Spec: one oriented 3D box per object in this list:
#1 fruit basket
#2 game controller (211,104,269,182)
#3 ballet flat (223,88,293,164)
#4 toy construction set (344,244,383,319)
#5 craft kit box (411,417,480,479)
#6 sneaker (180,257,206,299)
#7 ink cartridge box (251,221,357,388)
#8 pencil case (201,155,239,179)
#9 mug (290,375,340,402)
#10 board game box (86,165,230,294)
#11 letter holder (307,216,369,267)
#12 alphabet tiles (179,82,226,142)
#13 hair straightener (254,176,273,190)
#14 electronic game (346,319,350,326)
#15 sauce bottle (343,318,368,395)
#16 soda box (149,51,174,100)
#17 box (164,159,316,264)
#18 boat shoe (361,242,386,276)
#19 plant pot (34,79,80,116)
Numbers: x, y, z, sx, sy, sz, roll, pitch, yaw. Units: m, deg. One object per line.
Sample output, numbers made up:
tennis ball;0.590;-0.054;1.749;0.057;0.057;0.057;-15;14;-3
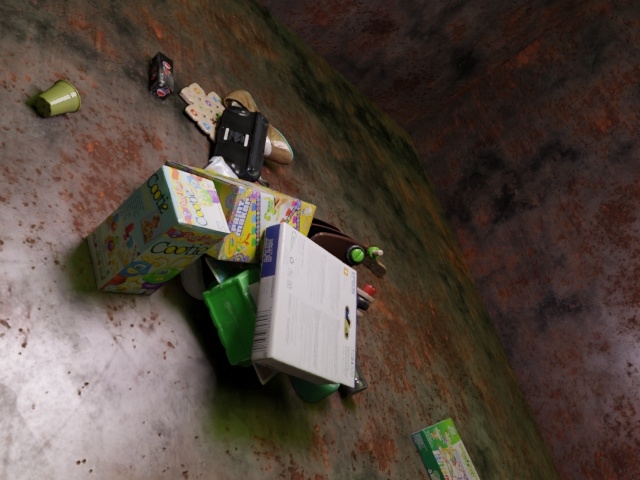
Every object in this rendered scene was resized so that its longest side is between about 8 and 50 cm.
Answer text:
fruit basket;-0.146;0.176;1.445;0.327;0.165;0.353;66;19;6
game controller;-0.265;-0.328;1.866;0.167;0.067;0.319;11;51;-9
ballet flat;-0.239;-0.401;2.019;0.124;0.116;0.342;-28;82;-46
toy construction set;0.003;0.153;1.616;0.258;0.237;0.308;9;88;-20
craft kit box;0.429;0.743;1.879;0.247;0.061;0.249;13;48;-58
sneaker;-0.320;0.078;1.395;0.152;0.061;0.054;59;24;6
ink cartridge box;-0.025;0.168;1.346;0.330;0.071;0.324;36;48;-47
pencil case;-0.254;-0.120;1.668;0.273;0.124;0.113;48;54;-11
mug;-0.005;0.359;1.549;0.129;0.097;0.157;40;30;-28
board game box;-0.352;-0.012;1.201;0.142;0.275;0.144;14;47;-53
letter holder;0.000;0.000;1.849;0.302;0.214;0.152;18;44;-50
alphabet tiles;-0.367;-0.425;1.955;0.284;0.021;0.278;48;24;-15
hair straightener;-0.221;-0.220;1.923;0.230;0.047;0.089;35;31;-25
electronic game;0.063;0.184;1.808;0.229;0.048;0.229;161;-90;-80
sauce bottle;0.047;0.296;1.696;0.111;0.111;0.344;11;49;-55
soda box;-0.512;-0.531;1.800;0.060;0.053;0.169;30;36;-42
box;-0.224;-0.066;1.421;0.290;0.177;0.279;22;7;38
boat shoe;0.207;0.074;2.290;0.178;0.064;0.060;48;21;-28
plant pot;-0.637;-0.333;1.341;0.083;0.083;0.079;50;39;-11
